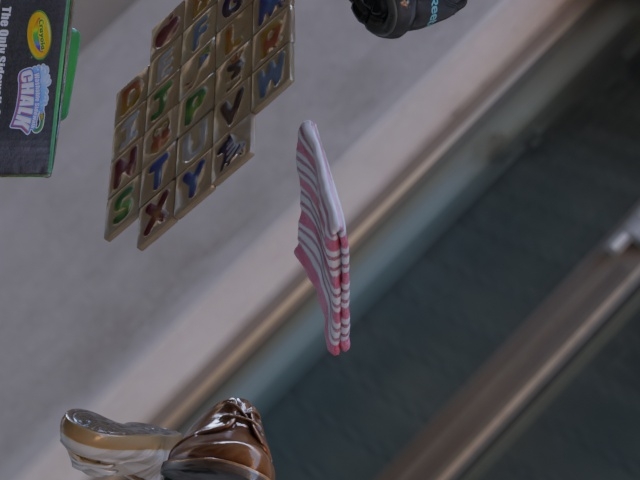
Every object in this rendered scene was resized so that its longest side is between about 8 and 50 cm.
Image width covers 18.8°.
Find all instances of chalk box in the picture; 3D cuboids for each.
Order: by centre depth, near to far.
[{"bbox_3d":[-0.347,-0.158,1.753,0.179,0.180,0.289,18,13,40],"label":"chalk box"}]

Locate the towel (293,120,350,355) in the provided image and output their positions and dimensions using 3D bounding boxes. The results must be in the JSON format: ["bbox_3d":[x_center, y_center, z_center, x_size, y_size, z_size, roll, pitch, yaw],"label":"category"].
[{"bbox_3d":[0.000,0.000,1.881,0.197,0.029,0.144,88,-12,-49],"label":"towel"}]

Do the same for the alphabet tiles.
[{"bbox_3d":[-0.123,-0.155,1.968,0.011,0.285,0.343,32,36,-29],"label":"alphabet tiles"}]

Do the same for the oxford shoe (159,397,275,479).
[{"bbox_3d":[-0.067,0.143,1.345,0.076,0.076,0.212,25,-9,-9],"label":"oxford shoe"}]

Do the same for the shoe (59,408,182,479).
[{"bbox_3d":[-0.178,0.191,1.730,0.076,0.058,0.219,17,-3,17],"label":"shoe"}]

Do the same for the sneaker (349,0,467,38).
[{"bbox_3d":[0.050,-0.312,1.926,0.267,0.106,0.101,63,-29,23],"label":"sneaker"}]
